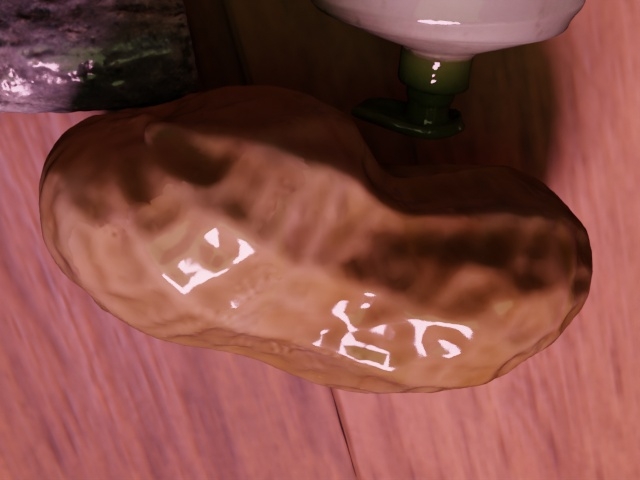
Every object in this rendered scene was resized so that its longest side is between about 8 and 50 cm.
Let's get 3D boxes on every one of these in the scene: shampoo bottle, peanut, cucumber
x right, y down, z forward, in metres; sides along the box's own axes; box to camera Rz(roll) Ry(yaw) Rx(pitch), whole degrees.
[{"bbox_3d":[0.057,-0.152,0.429,0.118,0.087,0.234,5,116,-1],"label":"shampoo bottle"},{"bbox_3d":[0.000,0.000,0.455,0.233,0.197,0.110,19,90,-12],"label":"peanut"},{"bbox_3d":[-0.108,-0.086,0.479,0.112,0.064,0.064,1,116,1],"label":"cucumber"}]
